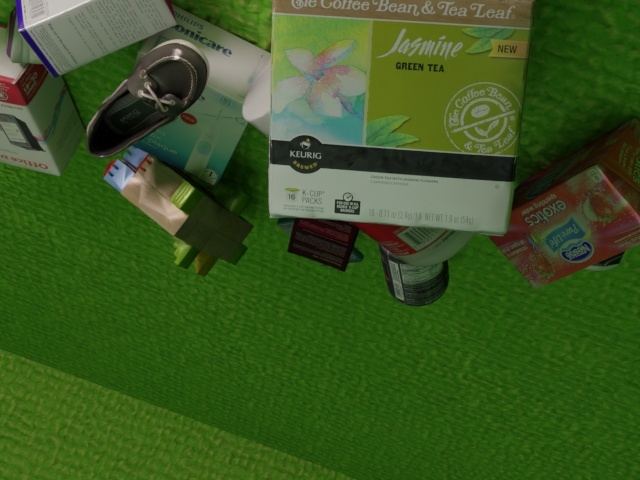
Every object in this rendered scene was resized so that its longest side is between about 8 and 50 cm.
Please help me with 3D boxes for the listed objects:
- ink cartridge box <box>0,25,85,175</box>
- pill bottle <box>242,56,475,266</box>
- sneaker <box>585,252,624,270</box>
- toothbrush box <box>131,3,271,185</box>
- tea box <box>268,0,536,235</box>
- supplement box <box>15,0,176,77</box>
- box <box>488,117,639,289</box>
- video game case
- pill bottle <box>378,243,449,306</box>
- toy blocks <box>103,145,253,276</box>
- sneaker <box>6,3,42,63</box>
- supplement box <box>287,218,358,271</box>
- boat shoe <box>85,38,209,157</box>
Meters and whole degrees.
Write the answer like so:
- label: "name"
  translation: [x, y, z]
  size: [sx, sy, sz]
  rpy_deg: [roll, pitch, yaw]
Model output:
- label: "ink cartridge box"
  translation: [-0.621, -0.281, 2.058]
  size: [0.226, 0.131, 0.306]
  rpy_deg: [14, 149, 13]
- label: "pill bottle"
  translation: [0.079, -0.150, 1.718]
  size: [0.408, 0.229, 0.229]
  rpy_deg: [37, 148, -26]
- label: "sneaker"
  translation: [0.465, 0.000, 1.891]
  size: [0.178, 0.072, 0.077]
  rpy_deg: [10, 139, 9]
- label: "toothbrush box"
  translation: [-0.225, -0.251, 1.852]
  size: [0.216, 0.126, 0.295]
  rpy_deg: [26, 150, -8]
- label: "tea box"
  translation: [0.105, -0.202, 1.427]
  size: [0.329, 0.220, 0.323]
  rpy_deg: [4, 113, 5]
- label: "supplement box"
  translation: [-0.354, -0.368, 1.649]
  size: [0.220, 0.111, 0.114]
  rpy_deg: [-23, 140, 6]
- label: "box"
  translation: [0.428, -0.051, 1.705]
  size: [0.154, 0.142, 0.300]
  rpy_deg: [49, 147, -6]
- label: "video game case"
  translation: [0.000, 0.000, 2.248]
  size: [0.119, 0.015, 0.166]
  rpy_deg: [-8, 140, 41]
- label: "pill bottle"
  translation: [0.181, 0.016, 2.039]
  size: [0.130, 0.130, 0.245]
  rpy_deg: [11, 149, 17]
- label: "toy blocks"
  translation: [-0.302, -0.092, 2.094]
  size: [0.261, 0.190, 0.381]
  rpy_deg: [37, 180, 18]
- label: "sneaker"
  translation: [-0.449, -0.402, 1.793]
  size: [0.152, 0.114, 0.305]
  rpy_deg: [9, 155, -20]
- label: "supplement box"
  translation: [0.018, -0.044, 2.084]
  size: [0.130, 0.073, 0.239]
  rpy_deg: [20, 146, 2]
- label: "boat shoe"
  translation: [-0.289, -0.219, 1.721]
  size: [0.112, 0.095, 0.335]
  rpy_deg: [36, 147, -21]
